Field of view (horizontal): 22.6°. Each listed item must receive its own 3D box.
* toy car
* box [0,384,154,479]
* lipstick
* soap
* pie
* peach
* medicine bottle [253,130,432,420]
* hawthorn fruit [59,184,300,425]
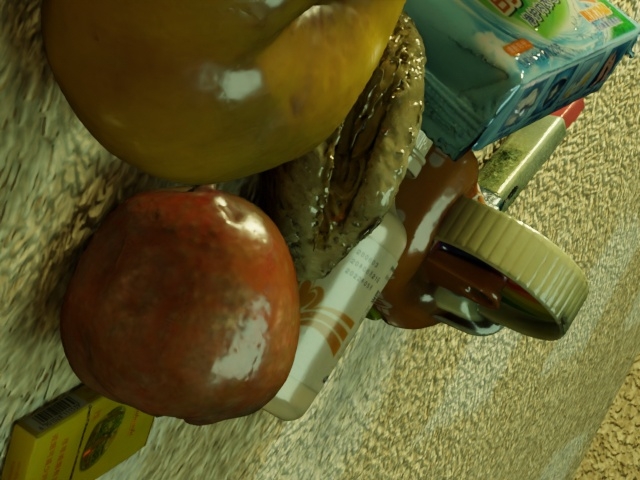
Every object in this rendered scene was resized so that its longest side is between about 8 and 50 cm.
[{"bbox_3d":[0.114,0.013,1.309,0.145,0.235,0.235,-55,160,-12],"label":"toy car"},{"bbox_3d":[-0.161,0.134,1.096,0.155,0.023,0.087,-29,142,-55],"label":"box"},{"bbox_3d":[0.184,-0.064,1.628,0.312,0.051,0.051,-49,157,-34],"label":"lipstick"},{"bbox_3d":[0.129,-0.160,1.194,0.293,0.156,0.077,-30,158,-55],"label":"soap"},{"bbox_3d":[0.002,-0.066,1.048,0.163,0.079,0.193,146,-41,-63],"label":"pie"},{"bbox_3d":[-0.032,-0.148,0.827,0.251,0.153,0.251,-37,151,-25],"label":"peach"},{"bbox_3d":[0.000,0.000,1.165,0.252,0.114,0.114,-59,161,-6],"label":"medicine bottle"},{"bbox_3d":[-0.087,0.027,0.966,0.149,0.149,0.189,-41,135,-42],"label":"hawthorn fruit"}]
